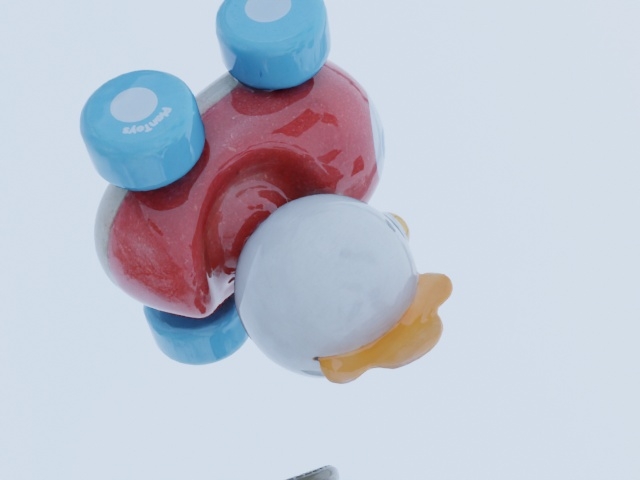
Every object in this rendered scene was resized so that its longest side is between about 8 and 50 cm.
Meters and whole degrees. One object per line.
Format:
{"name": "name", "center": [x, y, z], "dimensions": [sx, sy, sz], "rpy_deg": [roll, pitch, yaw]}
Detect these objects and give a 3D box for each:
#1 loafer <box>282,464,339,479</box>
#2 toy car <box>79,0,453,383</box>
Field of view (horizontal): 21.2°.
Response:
{"name": "loafer", "center": [-0.007, 0.194, 1.157], "dimensions": [0.056, 0.148, 0.050], "rpy_deg": [-19, -113, -7]}
{"name": "toy car", "center": [0.000, 0.000, 1.068], "dimensions": [0.210, 0.238, 0.219], "rpy_deg": [-39, -36, -23]}
